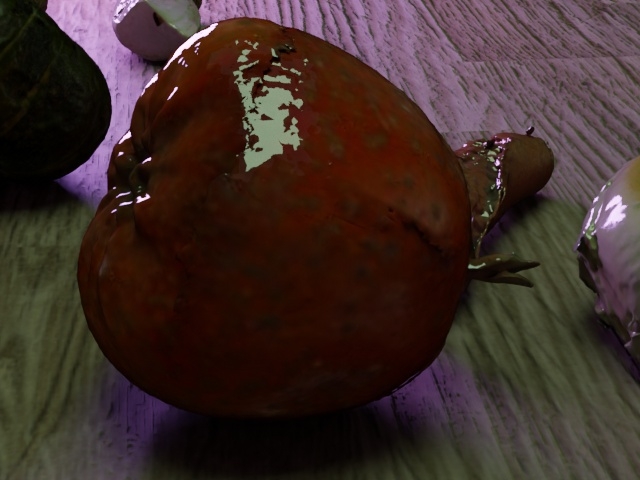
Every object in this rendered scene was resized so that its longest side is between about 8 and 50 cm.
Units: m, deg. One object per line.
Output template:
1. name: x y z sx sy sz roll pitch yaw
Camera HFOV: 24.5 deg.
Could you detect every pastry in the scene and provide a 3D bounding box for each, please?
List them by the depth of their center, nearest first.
1. pastry: 0.324 0.014 1.095 0.264 0.133 0.265 -1 24 0

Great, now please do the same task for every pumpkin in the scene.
1. pumpkin: -0.313 -0.177 1.391 0.260 0.189 0.260 30 -10 6

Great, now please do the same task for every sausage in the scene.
1. sausage: 0.125 -0.028 1.264 0.087 0.079 0.326 33 32 9

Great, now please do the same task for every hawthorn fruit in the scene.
1. hawthorn fruit: 0.000 0.000 0.999 0.307 0.276 0.276 16 22 -9

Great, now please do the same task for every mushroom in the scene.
1. mushroom: -0.204 -0.287 1.835 0.108 0.096 0.247 -25 20 6
